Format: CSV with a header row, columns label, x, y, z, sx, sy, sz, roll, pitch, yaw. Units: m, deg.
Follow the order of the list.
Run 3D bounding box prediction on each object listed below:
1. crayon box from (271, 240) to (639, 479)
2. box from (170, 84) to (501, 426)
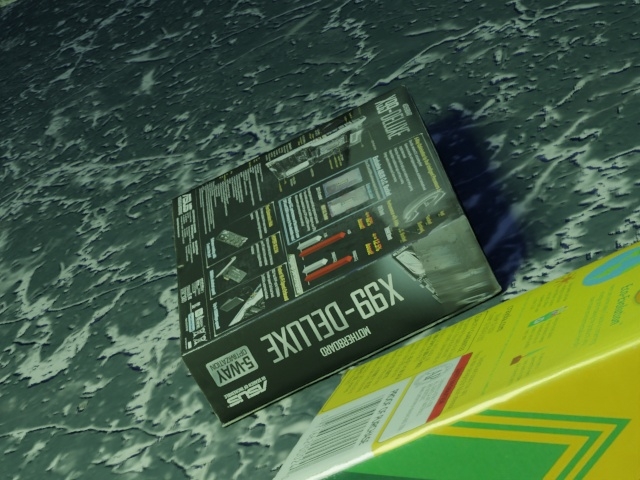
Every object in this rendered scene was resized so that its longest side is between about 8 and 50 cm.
label,x,y,z,sx,sy,sz,roll,pitch,yaw
crayon box,0.142,0.085,0.977,0.318,0.081,0.202,-26,8,22
box,0.000,0.000,1.389,0.242,0.076,0.307,-26,25,5
